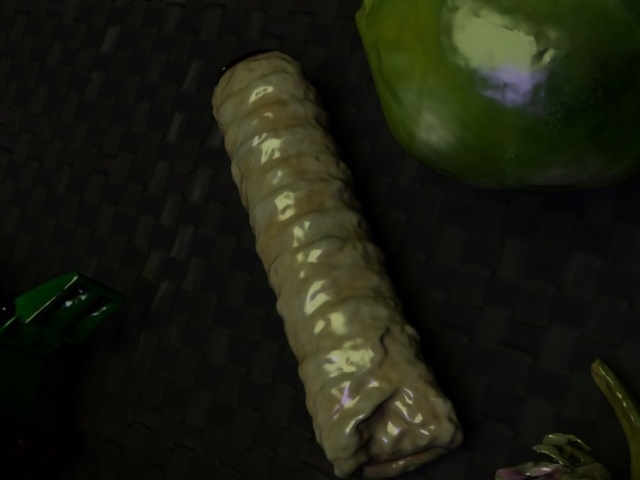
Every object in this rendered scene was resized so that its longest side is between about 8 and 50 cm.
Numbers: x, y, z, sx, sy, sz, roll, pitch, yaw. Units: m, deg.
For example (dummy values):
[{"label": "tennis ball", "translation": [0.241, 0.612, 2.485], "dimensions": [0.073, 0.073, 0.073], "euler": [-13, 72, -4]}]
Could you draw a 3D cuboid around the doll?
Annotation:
[{"label": "doll", "translation": [-0.208, 0.056, 0.529], "dimensions": [0.186, 0.106, 0.134], "euler": [19, 81, 36]}]

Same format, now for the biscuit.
[{"label": "biscuit", "translation": [0.000, 0.000, 0.442], "dimensions": [0.061, 0.055, 0.219], "euler": [-26, 63, 13]}]

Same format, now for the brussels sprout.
[{"label": "brussels sprout", "translation": [0.084, -0.083, 0.375], "dimensions": [0.155, 0.117, 0.155], "euler": [-19, 45, 21]}]

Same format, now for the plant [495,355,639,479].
[{"label": "plant", "translation": [0.112, 0.104, 0.341], "dimensions": [0.116, 0.104, 0.122], "euler": [25, 53, 1]}]
